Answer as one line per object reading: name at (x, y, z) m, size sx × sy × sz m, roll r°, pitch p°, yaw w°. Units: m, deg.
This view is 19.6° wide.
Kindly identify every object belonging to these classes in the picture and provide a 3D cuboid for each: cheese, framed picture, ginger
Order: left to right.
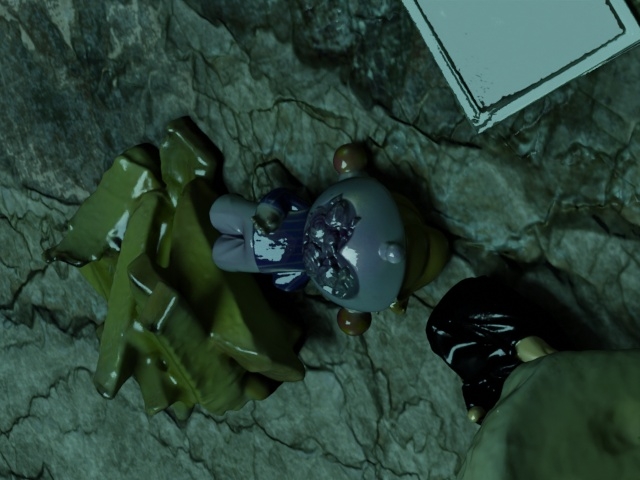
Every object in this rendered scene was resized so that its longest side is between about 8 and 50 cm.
ginger at (-0.209, 0.062, 2.191) m, size 0.413 × 0.211 × 0.358 m, roll -10°, pitch 104°, yaw 52°
framed picture at (0.156, -0.247, 1.672) m, size 0.197 × 0.014 × 0.252 m, roll -29°, pitch 91°, yaw 35°
cheese at (0.277, 0.251, 1.672) m, size 0.326 × 0.318 × 0.115 m, roll 42°, pitch 156°, yaw 0°

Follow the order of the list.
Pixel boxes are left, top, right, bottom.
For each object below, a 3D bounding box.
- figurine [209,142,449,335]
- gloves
figurine at (-0.003, -0.011, 1.956) m, size 0.274 × 0.133 × 0.194 m, roll 29°, pitch 112°, yaw 30°
gloves at (0.192, 0.129, 1.834) m, size 0.203 × 0.124 × 0.164 m, roll 46°, pitch 151°, yaw 23°
